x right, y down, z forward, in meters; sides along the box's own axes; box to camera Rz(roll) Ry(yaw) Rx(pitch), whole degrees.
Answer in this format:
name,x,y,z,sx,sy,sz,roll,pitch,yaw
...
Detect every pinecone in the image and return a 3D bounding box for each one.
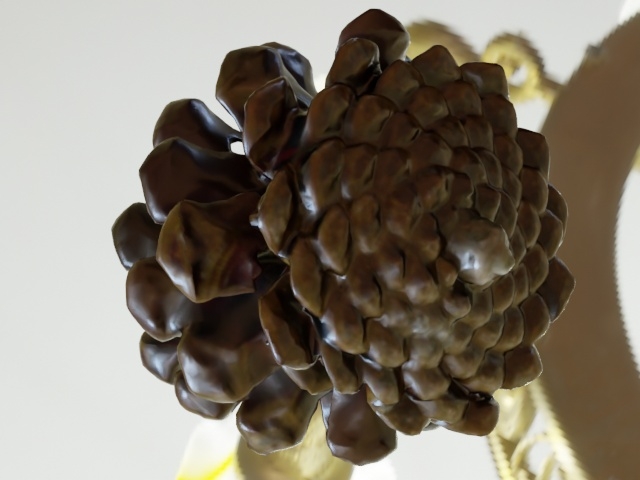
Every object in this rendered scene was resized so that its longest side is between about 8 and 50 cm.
name,x,y,z,sx,sy,sz,roll,pitch,yaw
pinecone,-0.001,0.010,1.081,0.264,0.264,0.264,4,-122,-6
